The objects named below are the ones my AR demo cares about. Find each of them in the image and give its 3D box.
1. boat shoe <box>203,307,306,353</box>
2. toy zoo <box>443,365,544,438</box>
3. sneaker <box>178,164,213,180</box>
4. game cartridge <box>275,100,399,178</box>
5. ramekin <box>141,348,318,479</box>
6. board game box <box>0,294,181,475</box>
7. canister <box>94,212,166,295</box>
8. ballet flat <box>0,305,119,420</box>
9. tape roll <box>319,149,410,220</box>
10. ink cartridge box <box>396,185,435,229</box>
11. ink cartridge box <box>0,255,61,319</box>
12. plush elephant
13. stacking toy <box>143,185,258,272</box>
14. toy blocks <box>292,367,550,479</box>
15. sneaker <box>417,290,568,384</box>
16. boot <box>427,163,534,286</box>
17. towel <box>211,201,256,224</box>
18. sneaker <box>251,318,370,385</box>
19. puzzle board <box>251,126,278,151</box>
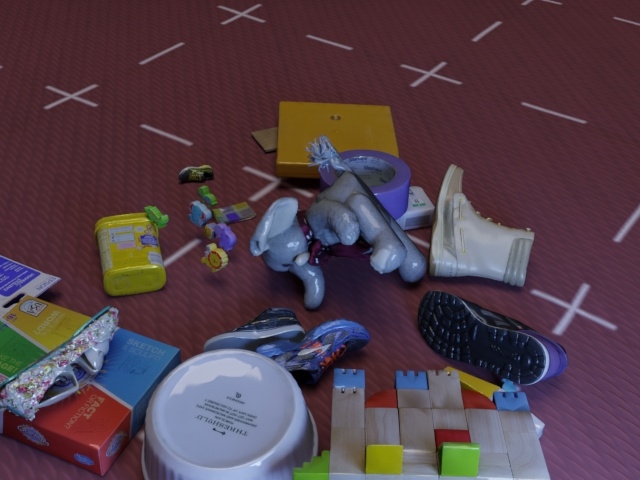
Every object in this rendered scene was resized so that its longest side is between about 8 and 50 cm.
[{"bbox_3d":[-0.121,0.169,1.537,0.183,0.065,0.083,-7,29,-14],"label":"boat shoe"},{"bbox_3d":[0.221,0.308,1.381,0.192,0.030,0.293,29,45,31],"label":"toy zoo"},{"bbox_3d":[-0.281,-0.150,1.972,0.083,0.031,0.035,-18,41,-24],"label":"sneaker"},{"bbox_3d":[0.038,-0.238,2.064,0.285,0.053,0.324,2,35,-2],"label":"game cartridge"},{"bbox_3d":[-0.138,0.282,1.296,0.272,0.127,0.273,0,44,0],"label":"ramekin"},{"bbox_3d":[-0.426,0.227,1.432,0.316,0.064,0.242,16,39,16],"label":"board game box"},{"bbox_3d":[-0.373,0.027,1.701,0.126,0.073,0.170,-7,39,-14],"label":"canister"},{"bbox_3d":[-0.396,0.198,1.369,0.077,0.091,0.241,47,53,4],"label":"ballet flat"},{"bbox_3d":[0.091,-0.111,1.810,0.189,0.080,0.189,0,35,0],"label":"tape roll"},{"bbox_3d":[0.128,-0.100,1.904,0.181,0.056,0.225,-9,40,-14],"label":"ink cartridge box"},{"bbox_3d":[-0.622,0.100,1.593,0.208,0.045,0.206,18,32,17],"label":"ink cartridge box"},{"bbox_3d":[0.000,0.000,1.630,0.330,0.255,0.272,53,10,10],"label":"plush elephant"},{"bbox_3d":[-0.220,-0.034,1.747,0.221,0.052,0.167,37,36,23],"label":"stacking toy"},{"bbox_3d":[0.159,0.290,1.258,0.381,0.191,0.261,1,26,2],"label":"toy blocks"},{"bbox_3d":[0.301,0.174,1.534,0.124,0.107,0.283,5,18,-47],"label":"sneaker"},{"bbox_3d":[0.328,-0.031,1.750,0.203,0.095,0.262,8,55,8],"label":"boot"},{"bbox_3d":[-0.187,-0.059,1.873,0.083,0.009,0.060,-14,40,-20],"label":"towel"},{"bbox_3d":[-0.012,0.205,1.486,0.221,0.083,0.087,-19,55,-17],"label":"sneaker"},{"bbox_3d":[-0.094,-0.252,2.133,0.128,0.011,0.096,-14,39,-21],"label":"puzzle board"}]
